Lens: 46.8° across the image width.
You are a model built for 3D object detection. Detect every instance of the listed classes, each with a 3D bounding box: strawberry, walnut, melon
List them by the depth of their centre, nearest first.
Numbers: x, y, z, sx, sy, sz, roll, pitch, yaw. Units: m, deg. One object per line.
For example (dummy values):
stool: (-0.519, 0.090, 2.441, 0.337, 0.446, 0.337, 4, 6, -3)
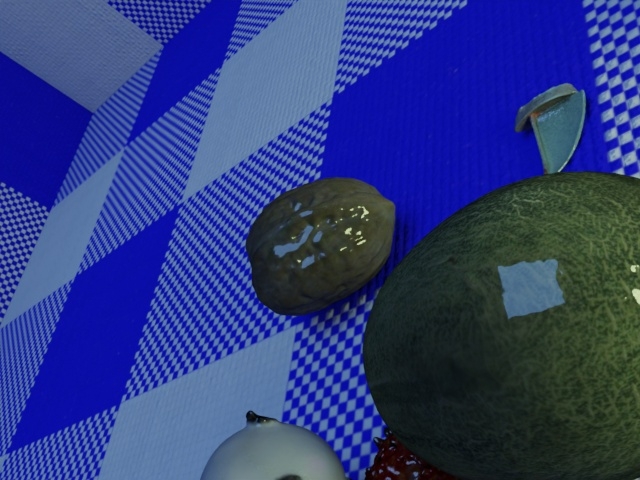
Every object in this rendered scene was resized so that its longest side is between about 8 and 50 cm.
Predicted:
melon: (0.177, 0.079, 0.612, 0.329, 0.248, 0.248, -30, 39, 41)
strawberry: (0.083, 0.262, 0.721, 0.140, 0.085, 0.192, 14, 74, 56)
walnut: (0.001, 0.001, 1.016, 0.230, 0.178, 0.178, -28, 39, 20)

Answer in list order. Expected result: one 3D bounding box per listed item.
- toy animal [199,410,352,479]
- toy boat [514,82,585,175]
toy animal: (-0.048, 0.297, 0.734, 0.187, 0.165, 0.235, 45, 125, 58)
toy boat: (0.280, -0.123, 0.876, 0.096, 0.034, 0.122, -33, 46, 34)
